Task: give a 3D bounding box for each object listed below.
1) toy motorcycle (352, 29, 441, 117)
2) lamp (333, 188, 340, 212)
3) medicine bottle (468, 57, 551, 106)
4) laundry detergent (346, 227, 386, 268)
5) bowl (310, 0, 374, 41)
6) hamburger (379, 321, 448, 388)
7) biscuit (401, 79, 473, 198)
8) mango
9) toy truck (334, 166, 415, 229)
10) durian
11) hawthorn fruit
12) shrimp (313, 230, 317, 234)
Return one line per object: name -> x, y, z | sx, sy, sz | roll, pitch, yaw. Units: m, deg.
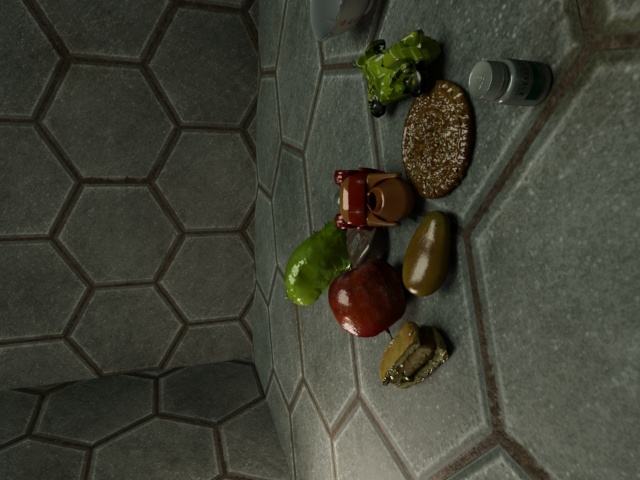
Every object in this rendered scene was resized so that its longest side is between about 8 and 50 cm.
toy motorcycle -> 0.198, -0.471, 1.207 | 0.206, 0.142, 0.342 | 69, 167, -9
lamp -> 0.098, -0.142, 1.579 | 0.105, 0.105, 0.105 | 177, 90, -71
medicine bottle -> 0.345, -0.291, 0.803 | 0.080, 0.130, 0.080 | 177, 90, -70
laundry detergent -> 0.152, -0.016, 1.487 | 0.237, 0.076, 0.171 | -101, 33, -52
bowl -> 0.086, -0.828, 1.435 | 0.345, 0.157, 0.345 | 178, 90, -70
hamburger -> 0.250, 0.312, 1.203 | 0.131, 0.124, 0.262 | -85, 14, -45
biscuit -> 0.285, -0.254, 1.121 | 0.305, 0.038, 0.305 | 177, 90, -71
mango -> 0.274, 0.033, 1.112 | 0.136, 0.099, 0.227 | -133, 51, -68
toy truck -> 0.171, -0.122, 1.297 | 0.265, 0.239, 0.189 | -20, -69, -66
durian -> -0.004, 0.101, 1.702 | 0.204, 0.340, 0.255 | 27, 144, 46
hawthorn fruit -> 0.156, 0.197, 1.309 | 0.271, 0.242, 0.242 | 62, 156, 7
shrimp -> 0.000, 0.000, 1.932 | 0.090, 0.079, 0.233 | -49, 29, 10
